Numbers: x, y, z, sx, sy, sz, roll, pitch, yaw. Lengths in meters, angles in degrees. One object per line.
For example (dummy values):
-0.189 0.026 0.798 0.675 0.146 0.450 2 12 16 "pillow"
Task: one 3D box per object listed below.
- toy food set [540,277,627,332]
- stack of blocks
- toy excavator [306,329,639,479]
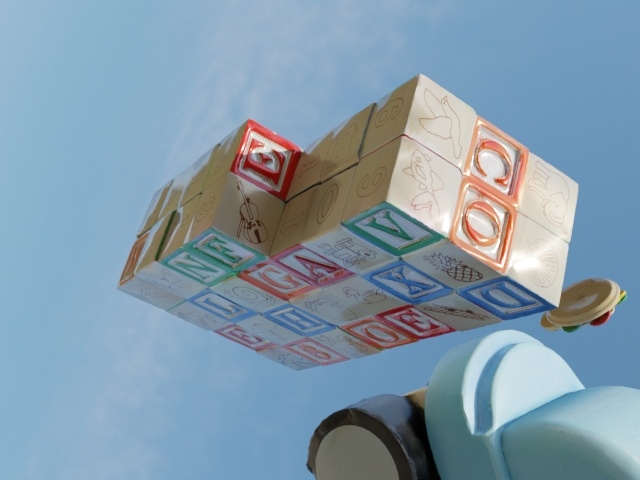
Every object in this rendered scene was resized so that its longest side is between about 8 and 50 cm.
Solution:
0.274 0.068 0.921 0.083 0.020 0.082 -38 -161 -24 "toy food set"
0.000 0.000 0.598 0.297 0.171 0.087 -24 -137 54 "stack of blocks"
0.256 0.249 0.612 0.445 0.222 0.433 -26 -103 39 "toy excavator"
